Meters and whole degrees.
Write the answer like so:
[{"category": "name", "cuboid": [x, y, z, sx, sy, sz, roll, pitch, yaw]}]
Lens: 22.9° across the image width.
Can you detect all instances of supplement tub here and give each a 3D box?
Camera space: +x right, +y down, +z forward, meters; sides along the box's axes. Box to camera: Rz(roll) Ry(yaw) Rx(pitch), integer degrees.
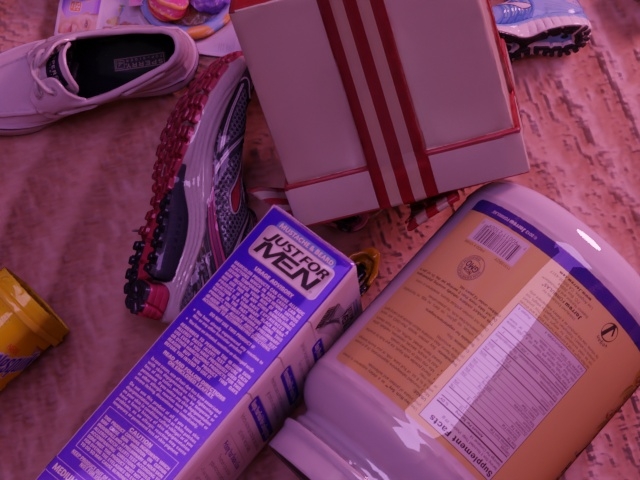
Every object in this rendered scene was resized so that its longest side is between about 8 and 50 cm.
[{"category": "supplement tub", "cuboid": [0.136, 0.136, 1.464, 0.241, 0.241, 0.331, 41, 82, 13]}]

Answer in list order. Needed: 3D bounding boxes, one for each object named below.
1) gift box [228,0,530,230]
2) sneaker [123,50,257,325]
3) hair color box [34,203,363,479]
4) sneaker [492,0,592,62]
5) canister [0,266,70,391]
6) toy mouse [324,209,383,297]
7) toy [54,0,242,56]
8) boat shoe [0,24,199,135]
[{"category": "gift box", "cuboid": [0.044, -0.166, 1.502, 0.276, 0.255, 0.258, -13, 117, 15]}, {"category": "sneaker", "cuboid": [-0.113, -0.051, 1.610, 0.112, 0.121, 0.299, 19, 74, -21]}, {"category": "hair color box", "cuboid": [-0.104, 0.148, 1.459, 0.110, 0.185, 0.339, 38, 76, 16]}, {"category": "sneaker", "cuboid": [0.200, -0.229, 1.663, 0.162, 0.063, 0.073, -4, 56, -1]}, {"category": "canister", "cuboid": [-0.342, 0.116, 1.563, 0.170, 0.126, 0.073, -43, 77, -6]}, {"category": "toy mouse", "cuboid": [0.000, 0.000, 1.618, 0.143, 0.031, 0.161, 34, 79, 11]}, {"category": "toy", "cuboid": [-0.163, -0.275, 1.692, 0.237, 0.056, 0.136, 6, 77, 6]}, {"category": "boat shoe", "cuboid": [-0.262, -0.172, 1.644, 0.268, 0.088, 0.096, -7, 84, 7]}]
